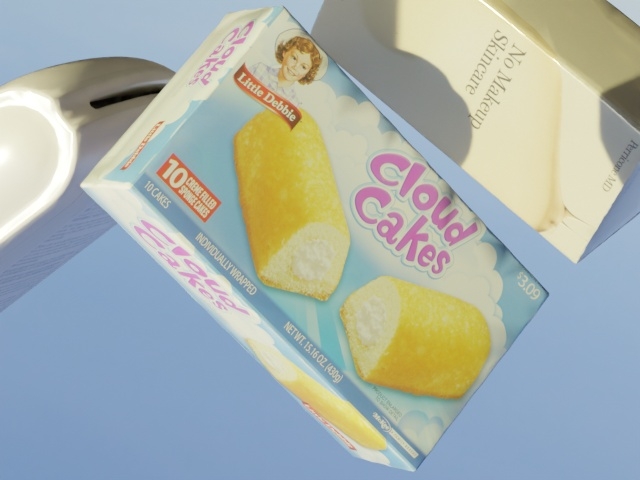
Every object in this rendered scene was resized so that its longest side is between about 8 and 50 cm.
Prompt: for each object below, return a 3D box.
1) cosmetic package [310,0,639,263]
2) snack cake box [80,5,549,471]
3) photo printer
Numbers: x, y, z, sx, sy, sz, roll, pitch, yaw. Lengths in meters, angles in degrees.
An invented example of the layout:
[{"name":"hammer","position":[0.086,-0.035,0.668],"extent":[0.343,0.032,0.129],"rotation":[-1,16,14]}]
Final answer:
[{"name":"cosmetic package","position":[0.155,-0.147,1.650],"extent":[0.309,0.160,0.113],"rotation":[41,-134,17]},{"name":"snack cake box","position":[0.000,0.000,1.234],"extent":[0.264,0.152,0.089],"rotation":[46,163,-20]},{"name":"photo printer","position":[-0.237,-0.029,1.499],"extent":[0.107,0.307,0.256],"rotation":[56,-159,5]}]
